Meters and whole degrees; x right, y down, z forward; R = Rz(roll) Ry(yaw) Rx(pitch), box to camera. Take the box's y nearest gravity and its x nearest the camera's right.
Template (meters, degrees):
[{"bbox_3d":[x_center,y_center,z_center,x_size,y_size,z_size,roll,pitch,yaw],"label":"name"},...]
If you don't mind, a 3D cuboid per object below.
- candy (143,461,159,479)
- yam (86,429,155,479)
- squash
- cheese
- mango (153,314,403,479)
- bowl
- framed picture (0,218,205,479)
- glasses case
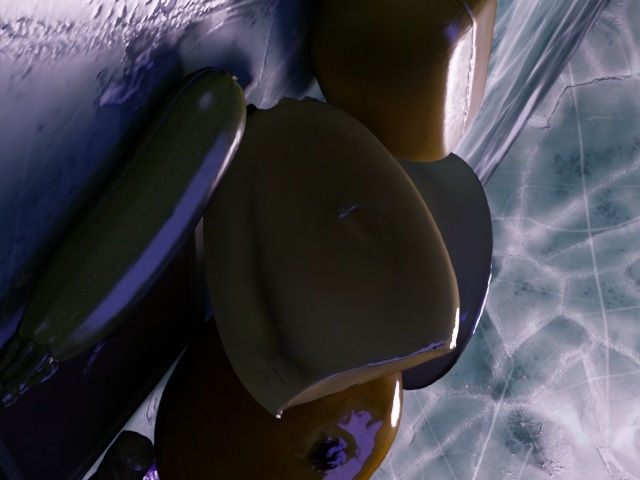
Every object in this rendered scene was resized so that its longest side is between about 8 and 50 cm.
[{"bbox_3d":[-0.265,0.368,1.732,0.145,0.070,0.275,-65,164,7],"label":"candy"},{"bbox_3d":[-0.288,0.337,1.491,0.274,0.061,0.061,-52,173,29],"label":"yam"},{"bbox_3d":[-0.167,-0.001,1.027,0.341,0.094,0.094,-57,170,-10],"label":"squash"},{"bbox_3d":[0.000,0.000,1.217,0.259,0.316,0.128,-12,165,-30],"label":"cheese"},{"bbox_3d":[-0.072,0.199,1.439,0.445,0.232,0.300,-21,-128,60],"label":"mango"},{"bbox_3d":[0.062,0.028,1.693,0.185,0.354,0.354,9,124,-29],"label":"bowl"},{"bbox_3d":[-0.228,0.123,1.277,0.326,0.028,0.446,-52,169,-23],"label":"framed picture"},{"bbox_3d":[0.083,-0.200,1.312,0.141,0.173,0.371,-55,167,-13],"label":"glasses case"}]
